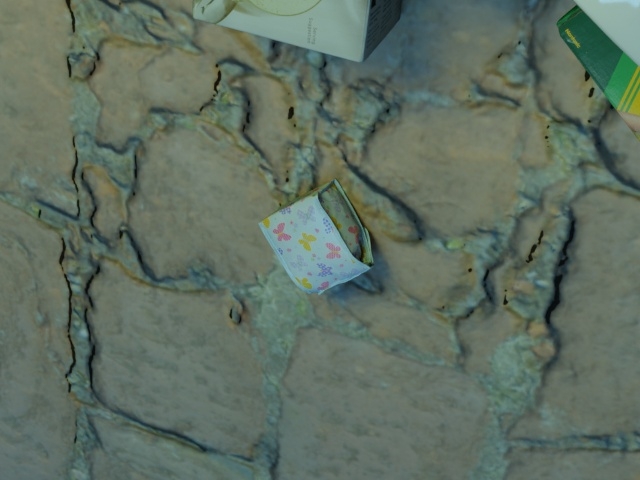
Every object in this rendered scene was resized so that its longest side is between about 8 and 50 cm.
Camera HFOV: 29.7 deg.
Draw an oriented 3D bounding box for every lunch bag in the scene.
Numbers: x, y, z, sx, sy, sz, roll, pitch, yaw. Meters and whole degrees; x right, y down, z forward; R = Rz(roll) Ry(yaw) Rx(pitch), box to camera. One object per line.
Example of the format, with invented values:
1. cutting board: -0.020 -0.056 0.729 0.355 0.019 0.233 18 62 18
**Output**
1. lunch bag: 0.000 0.000 1.046 0.071 0.053 0.083 -26 97 34

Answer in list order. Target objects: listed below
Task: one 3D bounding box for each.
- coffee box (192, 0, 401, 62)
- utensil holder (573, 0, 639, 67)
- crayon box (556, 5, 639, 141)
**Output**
1. coffee box: -0.005 -0.267 0.842 0.141 0.098 0.246 17 127 14
2. utensil holder: 0.259 -0.260 0.518 0.327 0.327 0.385 44 114 -6
3. crayon box: 0.309 -0.087 0.791 0.278 0.081 0.165 52 134 -3
